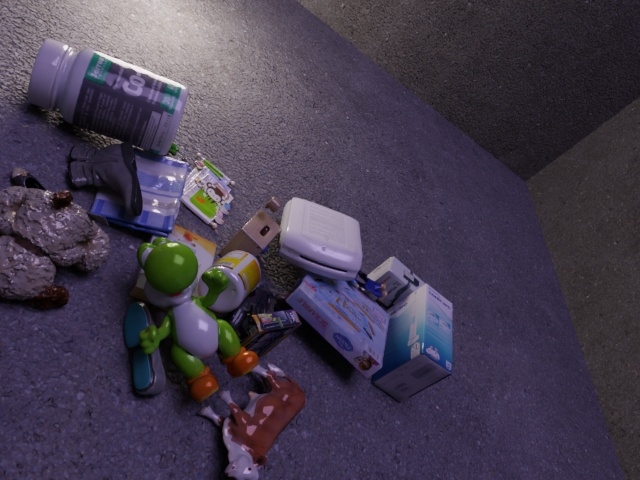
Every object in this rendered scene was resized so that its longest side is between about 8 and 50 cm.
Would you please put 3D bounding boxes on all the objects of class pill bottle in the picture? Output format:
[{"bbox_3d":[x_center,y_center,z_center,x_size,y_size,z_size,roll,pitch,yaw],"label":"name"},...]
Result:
[{"bbox_3d":[-0.551,-0.376,1.488,0.361,0.204,0.204,18,44,-21],"label":"pill bottle"},{"bbox_3d":[-0.223,0.096,1.442,0.117,0.117,0.215,46,17,-3],"label":"pill bottle"}]

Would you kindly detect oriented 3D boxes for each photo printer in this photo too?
[{"bbox_3d":[0.000,0.000,1.691,0.256,0.107,0.307,20,25,-9],"label":"photo printer"}]

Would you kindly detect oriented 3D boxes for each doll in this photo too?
[{"bbox_3d":[0.123,0.117,1.791,0.189,0.046,0.129,33,23,-18],"label":"doll"}]

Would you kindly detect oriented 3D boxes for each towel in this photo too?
[{"bbox_3d":[-0.464,-0.138,1.482,0.209,0.034,0.285,15,43,-15],"label":"towel"}]

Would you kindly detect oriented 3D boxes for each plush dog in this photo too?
[{"bbox_3d":[-0.578,0.016,1.147,0.262,0.210,0.225,33,66,-18],"label":"plush dog"}]

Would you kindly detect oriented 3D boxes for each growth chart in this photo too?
[{"bbox_3d":[-0.334,-0.146,1.685,0.172,0.021,0.237,36,37,-18],"label":"growth chart"}]

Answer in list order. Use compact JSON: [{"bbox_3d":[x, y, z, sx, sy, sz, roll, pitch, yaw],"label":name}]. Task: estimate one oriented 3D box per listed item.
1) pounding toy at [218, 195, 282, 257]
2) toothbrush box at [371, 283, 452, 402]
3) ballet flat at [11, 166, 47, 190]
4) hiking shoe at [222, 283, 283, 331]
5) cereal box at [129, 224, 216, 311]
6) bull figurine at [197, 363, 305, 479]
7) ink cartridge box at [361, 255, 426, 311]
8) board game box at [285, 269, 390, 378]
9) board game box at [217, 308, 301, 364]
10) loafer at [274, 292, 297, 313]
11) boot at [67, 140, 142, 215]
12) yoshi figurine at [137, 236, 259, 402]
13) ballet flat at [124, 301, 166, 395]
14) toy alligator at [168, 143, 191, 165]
[{"bbox_3d":[-0.161,-0.030,1.596,0.094,0.206,0.181,44,35,-6],"label":"pounding toy"},{"bbox_3d":[0.286,0.311,1.741,0.126,0.216,0.295,37,35,-17],"label":"toothbrush box"},{"bbox_3d":[-0.636,-0.104,1.295,0.173,0.049,0.057,47,33,-1],"label":"ballet flat"},{"bbox_3d":[-0.170,0.202,1.469,0.114,0.086,0.227,47,36,-1],"label":"hiking shoe"},{"bbox_3d":[-0.363,0.070,1.422,0.173,0.047,0.240,29,39,-25],"label":"cereal box"},{"bbox_3d":[-0.153,0.403,1.281,0.188,0.101,0.310,48,35,3],"label":"bull figurine"},{"bbox_3d":[0.262,0.176,1.899,0.208,0.153,0.087,40,35,-10],"label":"ink cartridge box"},{"bbox_3d":[0.064,0.204,1.673,0.319,0.066,0.318,45,21,-5],"label":"board game box"},{"bbox_3d":[-0.151,0.235,1.384,0.141,0.170,0.048,-2,57,-49],"label":"board game box"},{"bbox_3d":[-0.080,0.176,1.623,0.148,0.056,0.050,28,36,-43],"label":"loafer"},{"bbox_3d":[-0.532,-0.144,1.397,0.161,0.083,0.246,-11,54,-15],"label":"boot"},{"bbox_3d":[-0.284,0.149,1.212,0.362,0.203,0.203,60,27,3],"label":"yoshi figurine"},{"bbox_3d":[-0.382,0.239,1.239,0.068,0.072,0.213,45,23,-58],"label":"ballet flat"},{"bbox_3d":[-0.458,-0.281,1.660,0.051,0.056,0.189,-39,88,-13],"label":"toy alligator"}]
